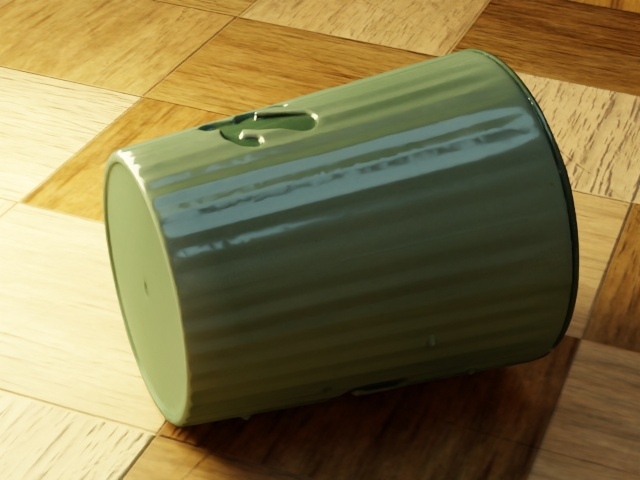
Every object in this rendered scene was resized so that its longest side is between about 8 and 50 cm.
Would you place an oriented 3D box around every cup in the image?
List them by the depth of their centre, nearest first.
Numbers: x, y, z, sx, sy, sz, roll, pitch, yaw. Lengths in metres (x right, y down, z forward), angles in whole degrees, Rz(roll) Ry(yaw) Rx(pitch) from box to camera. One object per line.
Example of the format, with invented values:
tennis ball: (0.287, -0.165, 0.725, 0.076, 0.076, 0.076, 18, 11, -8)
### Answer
cup: (0.009, 0.021, 1.442, 0.392, 0.401, 0.310, -13, 67, -19)
